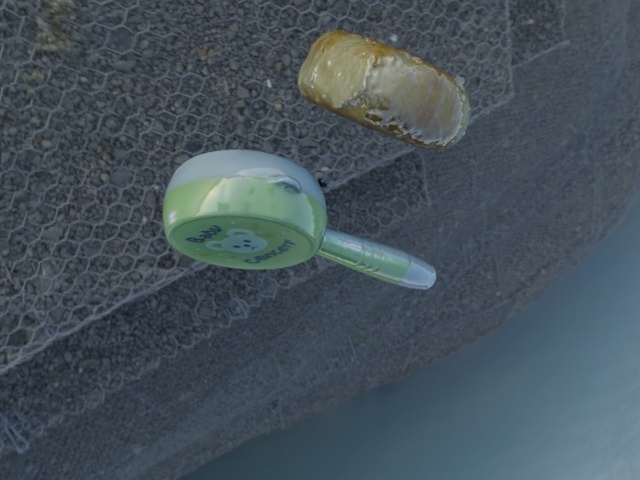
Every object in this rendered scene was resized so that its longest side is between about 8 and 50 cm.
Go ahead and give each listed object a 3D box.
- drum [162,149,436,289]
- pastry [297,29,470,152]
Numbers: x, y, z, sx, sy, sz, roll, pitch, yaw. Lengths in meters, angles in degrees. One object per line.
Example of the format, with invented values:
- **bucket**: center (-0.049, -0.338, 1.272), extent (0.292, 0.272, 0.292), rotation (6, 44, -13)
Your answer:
- **drum**: center (0.009, -0.007, 0.412), extent (0.253, 0.130, 0.049), rotation (11, 66, -22)
- **pastry**: center (0.073, -0.167, 0.599), extent (0.192, 0.182, 0.093), rotation (18, 105, -22)
